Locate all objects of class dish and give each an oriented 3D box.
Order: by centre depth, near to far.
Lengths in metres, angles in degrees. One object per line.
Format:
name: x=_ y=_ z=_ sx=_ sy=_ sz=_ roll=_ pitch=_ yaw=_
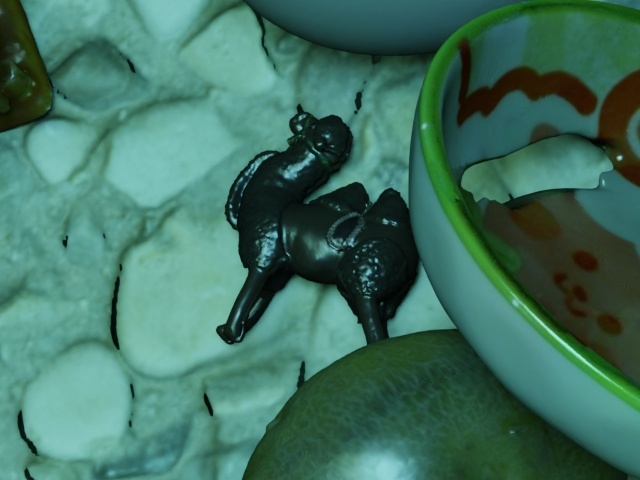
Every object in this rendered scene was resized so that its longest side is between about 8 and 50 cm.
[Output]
dish: x=0.179 y=0.022 z=0.837 sx=0.324 sy=0.324 sz=0.124 roll=46 pitch=134 yaw=20

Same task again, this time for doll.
doll: x=0.000 y=0.000 z=0.978 sx=0.139 sy=0.057 sz=0.165 roll=10 pitch=76 yaw=20

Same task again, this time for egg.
egg: x=0.042 y=-0.198 z=0.945 sx=0.232 sy=0.176 sz=0.176 roll=18 pitch=83 yaw=14

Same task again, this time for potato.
potato: x=0.061 y=0.144 z=0.871 sx=0.235 sy=0.177 sz=0.160 roll=-17 pitch=38 yaw=-7

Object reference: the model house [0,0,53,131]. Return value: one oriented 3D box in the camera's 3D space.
model house: x=-0.324 y=-0.154 z=1.014 sx=0.220 sy=0.229 sz=0.199 roll=-22 pitch=79 yaw=9
